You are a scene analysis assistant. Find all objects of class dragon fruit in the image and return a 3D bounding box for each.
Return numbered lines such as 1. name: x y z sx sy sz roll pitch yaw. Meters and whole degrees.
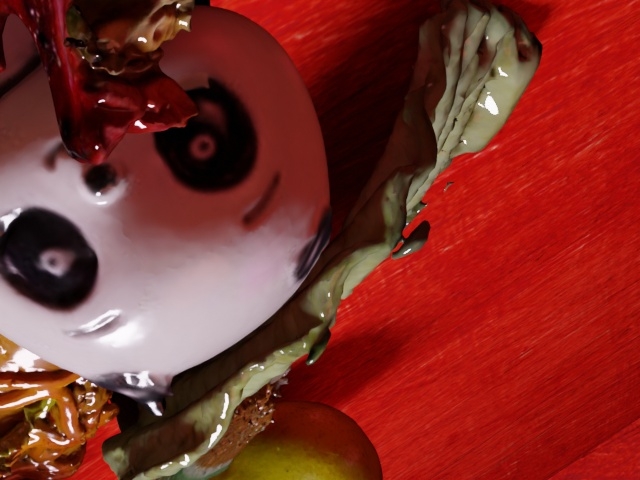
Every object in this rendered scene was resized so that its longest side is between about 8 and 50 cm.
1. dragon fruit: -0.116 -0.120 0.593 0.122 0.192 0.092 -18 164 -2

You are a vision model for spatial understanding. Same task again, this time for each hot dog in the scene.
1. hot dog: -0.202 0.106 1.027 0.349 0.117 0.158 -46 155 28

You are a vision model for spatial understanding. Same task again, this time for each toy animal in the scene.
1. toy animal: -0.101 -0.047 0.713 0.187 0.235 0.165 -36 152 5

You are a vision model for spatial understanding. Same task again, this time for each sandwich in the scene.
1. sandwich: -0.094 0.151 1.285 0.159 0.079 0.235 -23 165 -16

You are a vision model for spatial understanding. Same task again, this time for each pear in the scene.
1. pear: -0.035 0.244 1.468 0.198 0.198 0.198 -29 158 -13

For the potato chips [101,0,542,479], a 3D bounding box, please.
1. potato chips: 0.006 -0.005 1.060 0.389 0.097 0.373 -48 180 26
